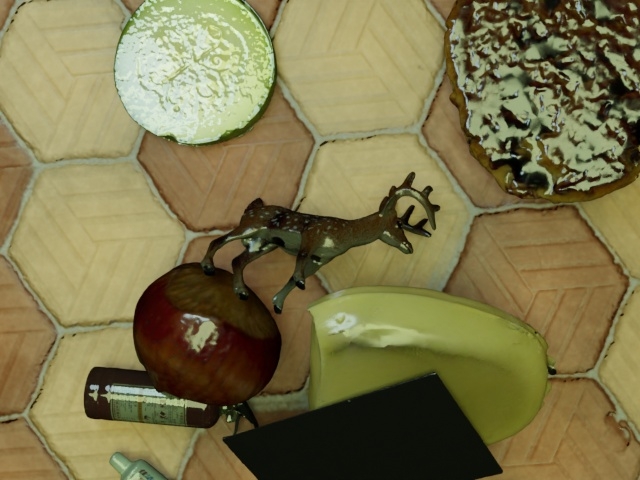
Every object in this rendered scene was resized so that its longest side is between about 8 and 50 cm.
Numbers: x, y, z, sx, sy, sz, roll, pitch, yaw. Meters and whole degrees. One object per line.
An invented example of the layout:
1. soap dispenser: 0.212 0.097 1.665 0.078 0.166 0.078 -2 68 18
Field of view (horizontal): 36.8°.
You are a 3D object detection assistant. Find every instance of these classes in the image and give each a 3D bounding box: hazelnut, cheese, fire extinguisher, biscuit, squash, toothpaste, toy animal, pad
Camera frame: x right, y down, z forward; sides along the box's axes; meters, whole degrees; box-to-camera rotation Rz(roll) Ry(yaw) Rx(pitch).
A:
1. hazelnut: -0.151 0.114 1.228 0.170 0.202 0.160 -24 120 -18
2. cheese: 0.135 0.170 1.196 0.316 0.128 0.259 1 133 -4
3. fire extinguisher: -0.195 0.224 1.290 0.231 0.071 0.099 6 120 2
4. biscuit: 0.308 -0.213 1.232 0.289 0.081 0.334 -6 88 4
5. squash: -0.165 -0.234 1.284 0.219 0.041 0.219 0 89 0
6. toothpaste: -0.181 0.379 1.301 0.268 0.047 0.069 42 75 -1
7. toy animal: 0.001 -0.015 1.205 0.243 0.260 0.087 19 134 20
8. pad: 0.052 0.270 1.209 0.300 0.005 0.202 -22 123 22
